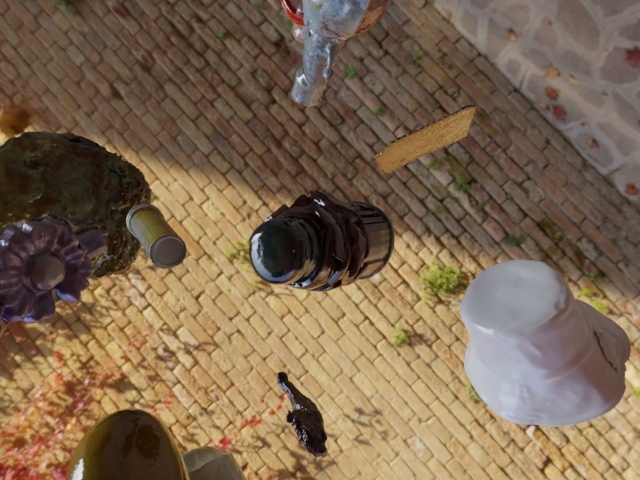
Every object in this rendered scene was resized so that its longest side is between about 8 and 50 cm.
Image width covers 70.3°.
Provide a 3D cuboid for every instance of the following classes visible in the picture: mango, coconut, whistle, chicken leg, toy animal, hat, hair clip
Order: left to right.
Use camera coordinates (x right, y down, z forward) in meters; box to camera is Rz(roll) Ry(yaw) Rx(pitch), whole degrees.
[{"bbox_3d":[-0.313,0.056,0.414,0.084,0.292,0.106,9,122,32],"label":"hair clip"},{"bbox_3d":[-0.175,0.268,0.436,0.227,0.099,0.136,49,170,44],"label":"mango"},{"bbox_3d":[-0.202,0.476,0.760,0.222,0.202,0.202,56,-179,18],"label":"coconut"},{"bbox_3d":[-0.034,0.306,0.803,0.093,0.053,0.205,45,173,-17],"label":"chicken leg"},{"bbox_3d":[-0.009,-0.583,1.129,0.197,0.171,0.171,-1,-144,-40],"label":"toy animal"},{"bbox_3d":[0.021,-0.351,0.727,0.142,0.133,0.346,53,153,12],"label":"whistle"},{"bbox_3d":[0.242,0.102,0.540,0.126,0.203,0.203,51,177,-27],"label":"hat"}]

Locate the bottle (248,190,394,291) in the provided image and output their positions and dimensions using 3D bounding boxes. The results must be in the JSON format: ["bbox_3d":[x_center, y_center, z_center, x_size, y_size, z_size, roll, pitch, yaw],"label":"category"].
[{"bbox_3d":[0.000,0.000,0.667,0.156,0.143,0.271,10,-171,30],"label":"bottle"}]

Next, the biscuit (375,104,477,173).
[{"bbox_3d":[0.234,-0.221,1.026,0.237,0.231,0.013,18,-131,-76],"label":"biscuit"}]

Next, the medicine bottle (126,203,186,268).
[{"bbox_3d":[-0.306,-0.011,0.845,0.074,0.074,0.218,49,168,-33],"label":"medicine bottle"}]

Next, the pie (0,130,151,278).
[{"bbox_3d":[-0.649,-0.073,1.140,0.180,0.396,0.417,14,-172,41],"label":"pie"}]
